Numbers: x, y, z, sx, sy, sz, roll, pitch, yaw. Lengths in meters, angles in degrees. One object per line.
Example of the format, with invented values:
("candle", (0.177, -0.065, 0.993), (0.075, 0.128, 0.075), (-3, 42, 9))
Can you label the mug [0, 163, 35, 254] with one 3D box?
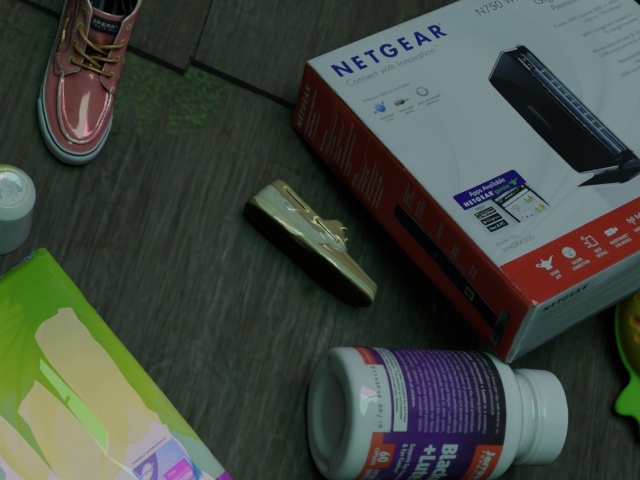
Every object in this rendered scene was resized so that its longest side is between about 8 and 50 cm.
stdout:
("mug", (-0.256, -0.032, 1.240), (0.078, 0.064, 0.062), (27, 61, -9))

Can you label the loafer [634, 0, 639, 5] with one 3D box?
("loafer", (0.395, -0.250, 1.600), (0.223, 0.078, 0.076), (-23, 79, -29))

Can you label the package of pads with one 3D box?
("package of pads", (-0.204, 0.186, 1.146), (0.229, 0.101, 0.296), (-37, 84, -32))

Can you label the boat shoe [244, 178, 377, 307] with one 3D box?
("boat shoe", (0.000, 0.000, 1.342), (0.135, 0.050, 0.045), (42, 64, -1))

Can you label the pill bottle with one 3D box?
("pill bottle", (0.096, 0.141, 1.287), (0.193, 0.108, 0.108), (3, 67, -21))

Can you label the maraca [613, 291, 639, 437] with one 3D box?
("maraca", (0.321, 0.091, 1.412), (0.127, 0.099, 0.185), (8, 80, 10))

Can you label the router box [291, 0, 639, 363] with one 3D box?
("router box", (0.196, -0.085, 1.391), (0.335, 0.082, 0.301), (-26, 61, -30))

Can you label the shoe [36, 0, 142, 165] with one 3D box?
("shoe", (-0.189, -0.155, 1.312), (0.063, 0.081, 0.178), (13, 64, -17))
